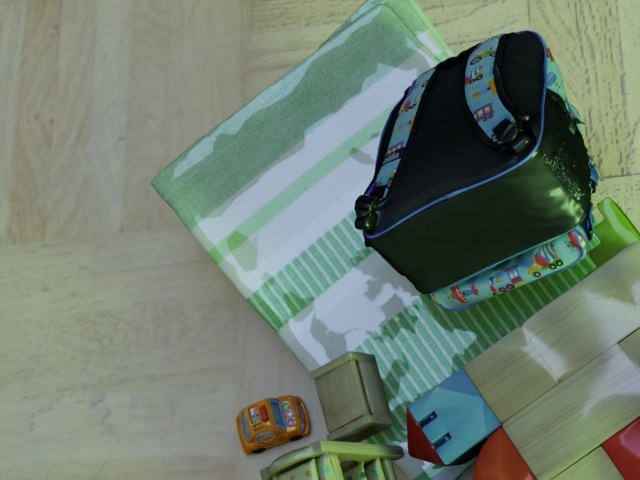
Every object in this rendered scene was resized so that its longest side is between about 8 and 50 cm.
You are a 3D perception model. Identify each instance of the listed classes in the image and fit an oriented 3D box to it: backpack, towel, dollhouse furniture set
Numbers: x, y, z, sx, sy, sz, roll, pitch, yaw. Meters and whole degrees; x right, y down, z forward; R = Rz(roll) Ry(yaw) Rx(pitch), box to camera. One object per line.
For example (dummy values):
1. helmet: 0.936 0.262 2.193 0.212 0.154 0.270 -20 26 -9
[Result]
1. backpack: 0.115 -0.058 1.051 0.158 0.117 0.173 -27 32 30
2. towel: 0.066 -0.001 1.133 0.248 0.038 0.325 -40 82 -2
3. dollhouse furniture set: -0.028 0.190 1.055 0.161 0.101 0.182 -32 62 32

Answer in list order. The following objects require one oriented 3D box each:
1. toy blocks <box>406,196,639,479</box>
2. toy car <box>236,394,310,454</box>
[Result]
1. toy blocks: 0.196 0.196 1.001 0.261 0.191 0.381 -37 71 12
2. toy car: -0.042 0.173 1.138 0.060 0.040 0.122 -3 66 15
